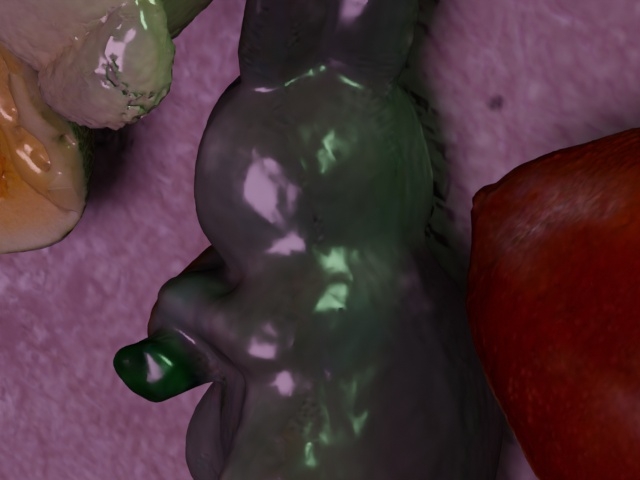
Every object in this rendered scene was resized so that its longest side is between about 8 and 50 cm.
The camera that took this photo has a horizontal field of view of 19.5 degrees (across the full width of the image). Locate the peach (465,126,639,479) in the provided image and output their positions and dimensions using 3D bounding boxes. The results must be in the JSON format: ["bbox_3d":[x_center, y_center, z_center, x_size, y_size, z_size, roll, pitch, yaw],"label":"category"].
[{"bbox_3d":[0.161,0.044,0.548,0.267,0.159,0.154,43,124,14],"label":"peach"}]

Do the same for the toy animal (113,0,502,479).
[{"bbox_3d":[0.002,0.000,0.677,0.125,0.127,0.251,13,104,44],"label":"toy animal"}]

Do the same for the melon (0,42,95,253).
[{"bbox_3d":[-0.143,-0.058,0.768,0.160,0.079,0.128,-20,116,39],"label":"melon"}]

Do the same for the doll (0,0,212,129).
[{"bbox_3d":[-0.110,-0.153,0.664,0.278,0.149,0.175,25,118,41],"label":"doll"}]
